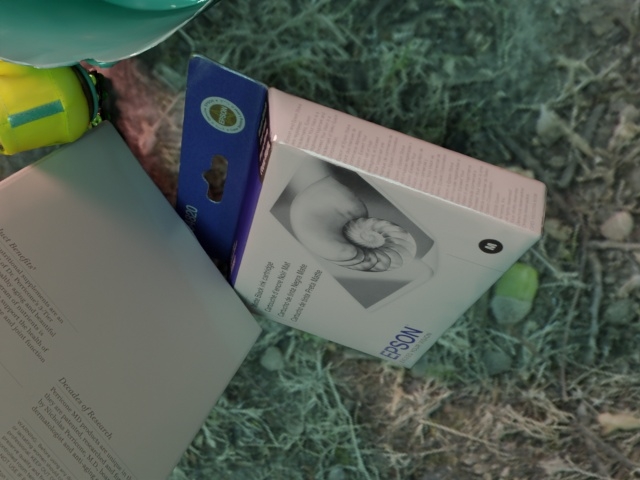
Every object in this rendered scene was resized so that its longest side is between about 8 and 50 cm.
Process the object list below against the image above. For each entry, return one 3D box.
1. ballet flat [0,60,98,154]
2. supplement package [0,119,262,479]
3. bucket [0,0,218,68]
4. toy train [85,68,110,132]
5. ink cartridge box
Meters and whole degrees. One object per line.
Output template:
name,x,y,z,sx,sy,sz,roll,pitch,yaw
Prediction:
ballet flat,-0.243,-0.089,0.436,0.231,0.077,0.077,9,126,34
supplement package,-0.211,0.089,0.435,0.198,0.262,0.199,-25,108,30
bucket,-0.129,-0.244,0.365,0.281,0.183,0.281,2,111,4
toy train,-0.175,-0.090,0.517,0.024,0.017,0.083,4,112,13
ink cartridge box,0.000,0.000,0.462,0.224,0.045,0.223,20,147,-2
